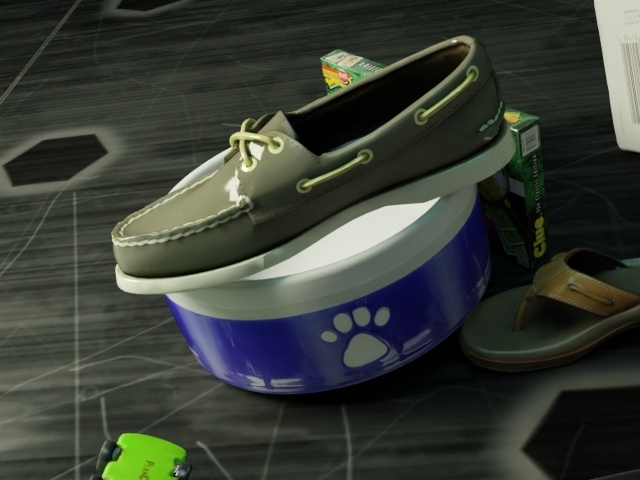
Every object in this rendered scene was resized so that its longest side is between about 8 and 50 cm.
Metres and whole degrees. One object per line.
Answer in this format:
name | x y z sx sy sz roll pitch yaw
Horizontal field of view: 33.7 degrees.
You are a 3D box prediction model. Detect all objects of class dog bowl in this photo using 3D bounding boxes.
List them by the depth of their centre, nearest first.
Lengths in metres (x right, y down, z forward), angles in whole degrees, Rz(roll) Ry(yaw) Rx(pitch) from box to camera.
dog bowl | 0.000 0.000 0.852 0.265 0.104 0.265 -14 30 8

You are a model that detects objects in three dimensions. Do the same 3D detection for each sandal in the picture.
sandal | 0.207 0.037 0.789 0.219 0.060 0.090 -14 31 8

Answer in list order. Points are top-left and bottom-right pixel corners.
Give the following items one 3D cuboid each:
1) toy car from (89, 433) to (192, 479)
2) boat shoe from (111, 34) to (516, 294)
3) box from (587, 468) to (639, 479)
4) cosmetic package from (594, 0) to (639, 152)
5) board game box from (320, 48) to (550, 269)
toy car | -0.122 0.193 0.632 0.239 0.053 0.225 16 19 -2
boat shoe | -0.012 -0.054 0.748 0.305 0.091 0.109 -22 29 -7
box | 0.031 0.196 0.437 0.261 0.184 0.103 -9 50 -10
cosmetic package | 0.497 -0.193 0.908 0.454 0.161 0.230 -12 9 -3
board game box | 0.097 -0.079 0.944 0.030 0.136 0.260 -27 34 -26
